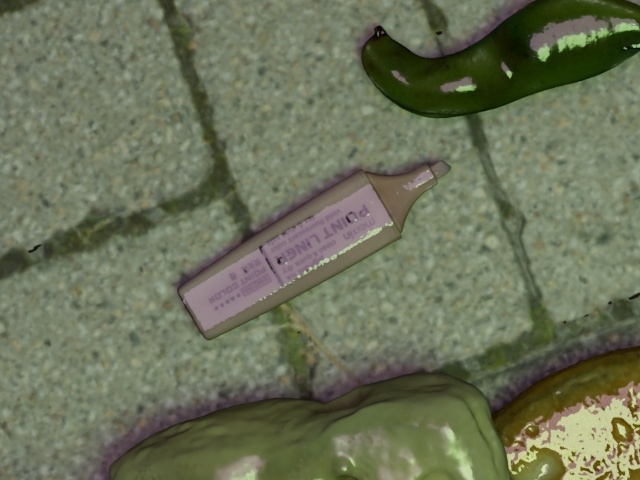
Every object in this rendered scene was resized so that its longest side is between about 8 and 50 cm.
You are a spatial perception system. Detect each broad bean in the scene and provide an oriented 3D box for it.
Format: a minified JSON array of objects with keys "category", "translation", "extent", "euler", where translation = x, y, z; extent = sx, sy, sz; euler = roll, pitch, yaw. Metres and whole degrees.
[{"category":"broad bean","translation":[0.134,-0.124,1.091],"extent":[0.213,0.048,0.070],"euler":[-8,87,3]}]

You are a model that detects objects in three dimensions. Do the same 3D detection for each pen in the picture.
[{"category":"pen","translation":[0.000,0.000,1.093],"extent":[0.197,0.032,0.053],"euler":[-32,86,0]}]

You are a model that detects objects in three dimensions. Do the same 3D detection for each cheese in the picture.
[{"category":"cheese","translation":[-0.008,0.176,1.030],"extent":[0.263,0.093,0.159],"euler":[-13,92,14]}]

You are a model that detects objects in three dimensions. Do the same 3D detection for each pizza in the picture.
[{"category":"pizza","translation":[0.205,0.165,1.064],"extent":[0.154,0.069,0.194],"euler":[-23,93,-1]}]
